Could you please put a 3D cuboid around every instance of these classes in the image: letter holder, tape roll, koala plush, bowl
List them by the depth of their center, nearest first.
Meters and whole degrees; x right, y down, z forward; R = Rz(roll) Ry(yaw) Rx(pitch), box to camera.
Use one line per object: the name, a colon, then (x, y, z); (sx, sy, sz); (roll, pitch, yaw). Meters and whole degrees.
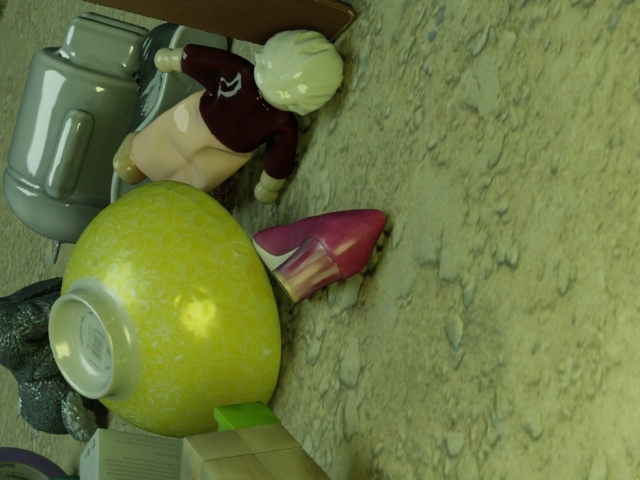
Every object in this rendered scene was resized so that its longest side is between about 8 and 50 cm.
letter holder: (-0.095, -0.326, 1.641); (0.214, 0.302, 0.152); (146, 132, -61)
bowl: (-0.195, 0.092, 1.711); (0.289, 0.156, 0.289); (20, 119, 42)
koala plush: (-0.395, 0.185, 2.329); (0.196, 0.203, 0.221); (4, 108, 50)
tape roll: (-0.452, 0.396, 2.334); (0.189, 0.189, 0.080); (-106, 34, -49)

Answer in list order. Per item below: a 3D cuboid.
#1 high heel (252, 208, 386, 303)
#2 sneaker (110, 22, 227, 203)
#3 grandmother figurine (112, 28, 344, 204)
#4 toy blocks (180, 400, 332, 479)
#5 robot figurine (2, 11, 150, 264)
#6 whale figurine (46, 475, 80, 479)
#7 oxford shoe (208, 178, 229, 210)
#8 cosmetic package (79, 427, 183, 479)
high heel: (0.000, 0.000, 1.597); (0.117, 0.082, 0.244); (-35, 4, -2)
sneaker: (-0.211, -0.162, 2.139); (0.295, 0.105, 0.147); (-69, 21, 8)
grandmother figurine: (-0.101, -0.138, 1.768); (0.342, 0.208, 0.104); (-27, 27, 46)
toy blocks: (-0.028, 0.338, 1.350); (0.381, 0.191, 0.260); (39, 129, 56)
robot figurine: (-0.342, -0.146, 2.314); (0.300, 0.200, 0.353); (-67, -6, -76)
whale figurine: (-0.348, 0.444, 2.112); (0.216, 0.141, 0.272); (136, 139, -55)
oxford shoe: (-0.132, -0.062, 1.954); (0.076, 0.076, 0.212); (42, 121, 31)
cosmetic package: (-0.220, 0.343, 1.877); (0.085, 0.117, 0.231); (124, 150, -47)
